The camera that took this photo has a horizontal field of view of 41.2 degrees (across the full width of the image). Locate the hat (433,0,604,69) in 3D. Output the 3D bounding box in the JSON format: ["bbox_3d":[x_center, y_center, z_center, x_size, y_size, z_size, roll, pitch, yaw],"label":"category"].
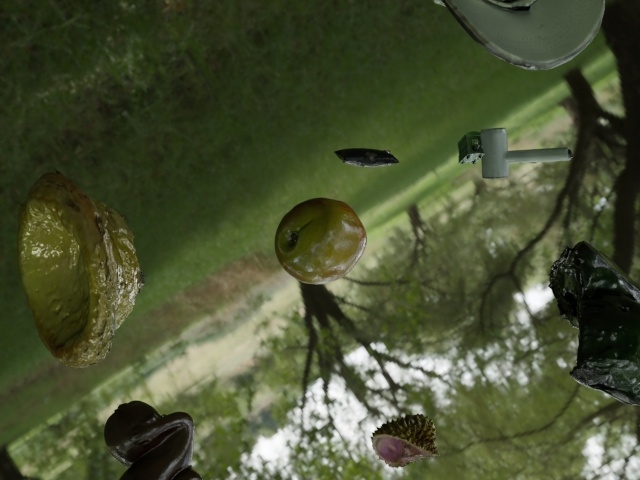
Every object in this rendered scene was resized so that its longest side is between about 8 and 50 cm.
[{"bbox_3d":[0.280,-0.365,1.221,0.258,0.301,0.168,-26,157,7],"label":"hat"}]

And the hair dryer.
[{"bbox_3d":[0.523,-0.225,2.165,0.236,0.131,0.073,2,-168,31],"label":"hair dryer"}]

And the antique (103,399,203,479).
[{"bbox_3d":[-0.275,0.372,1.356,0.143,0.257,0.121,16,140,-44],"label":"antique"}]

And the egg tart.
[{"bbox_3d":[-0.368,0.043,1.318,0.120,0.315,0.315,-10,162,-41],"label":"egg tart"}]

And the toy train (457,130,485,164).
[{"bbox_3d":[0.311,-0.190,1.765,0.038,0.056,0.093,-3,172,-5],"label":"toy train"}]

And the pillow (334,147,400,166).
[{"bbox_3d":[0.116,-0.207,2.128,0.150,0.048,0.090,0,-177,-15],"label":"pillow"}]

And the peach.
[{"bbox_3d":[0.000,0.000,2.104,0.231,0.231,0.231,-33,177,-2],"label":"peach"}]

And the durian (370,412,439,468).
[{"bbox_3d":[0.217,0.520,2.205,0.165,0.132,0.182,-10,166,-3],"label":"durian"}]

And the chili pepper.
[{"bbox_3d":[0.359,0.092,1.054,0.116,0.148,0.264,-60,-170,20],"label":"chili pepper"}]
